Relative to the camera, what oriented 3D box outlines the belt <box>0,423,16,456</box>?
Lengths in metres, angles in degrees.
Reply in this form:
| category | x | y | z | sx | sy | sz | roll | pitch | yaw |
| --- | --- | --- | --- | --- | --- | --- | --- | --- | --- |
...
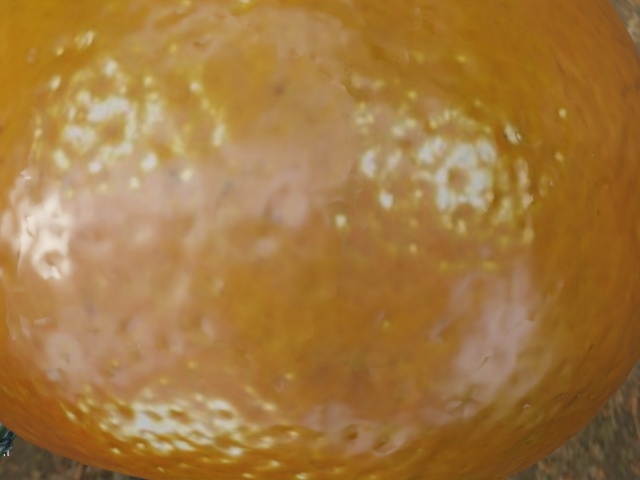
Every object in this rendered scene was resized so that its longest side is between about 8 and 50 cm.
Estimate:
| category | x | y | z | sx | sy | sz | roll | pitch | yaw |
| --- | --- | --- | --- | --- | --- | --- | --- | --- | --- |
| belt | -0.294 | 0.056 | 1.236 | 0.116 | 0.267 | 0.206 | 24 | 103 | -36 |

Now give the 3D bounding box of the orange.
| category | x | y | z | sx | sy | sz | roll | pitch | yaw |
| --- | --- | --- | --- | --- | --- | --- | --- | --- | --- |
| orange | -0.017 | -0.037 | 0.892 | 0.424 | 0.424 | 0.326 | 7 | 93 | 2 |
